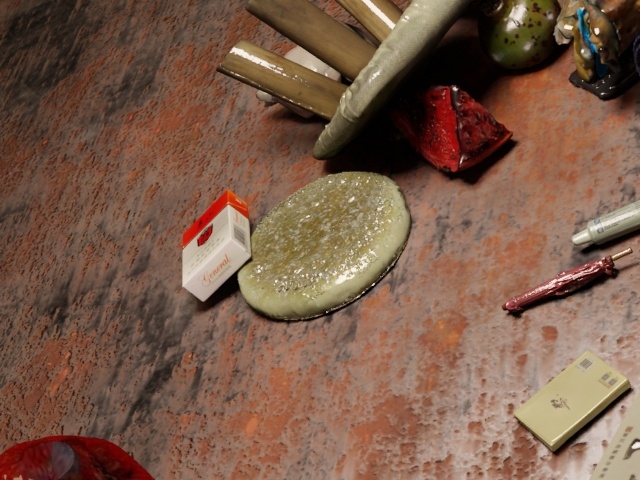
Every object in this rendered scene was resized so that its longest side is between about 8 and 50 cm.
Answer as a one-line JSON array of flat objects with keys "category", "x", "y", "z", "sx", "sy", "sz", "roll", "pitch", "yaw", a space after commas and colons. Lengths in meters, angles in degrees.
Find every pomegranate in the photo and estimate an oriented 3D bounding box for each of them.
[{"category": "pomegranate", "x": 0.275, "y": -0.299, "z": 2.128, "sx": 0.130, "sy": 0.130, "sz": 0.130, "roll": -23, "pitch": 36, "yaw": 17}]

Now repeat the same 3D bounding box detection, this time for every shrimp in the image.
[{"category": "shrimp", "x": 0.418, "y": -0.339, "z": 2.063, "sx": 0.221, "sy": 0.110, "sz": 0.445, "roll": -9, "pitch": 30, "yaw": 32}]

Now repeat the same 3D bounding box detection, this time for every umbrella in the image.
[{"category": "umbrella", "x": 0.285, "y": 0.047, "z": 1.781, "sx": 0.165, "sy": 0.025, "sz": 0.027, "roll": -25, "pitch": 54, "yaw": 18}]

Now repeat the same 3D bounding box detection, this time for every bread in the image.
[{"category": "bread", "x": 0.000, "y": 0.000, "z": 2.067, "sx": 0.267, "sy": 0.040, "sz": 0.267, "roll": -22, "pitch": 36, "yaw": 17}]

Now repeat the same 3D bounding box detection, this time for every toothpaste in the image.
[{"category": "toothpaste", "x": 0.385, "y": -0.036, "z": 1.797, "sx": 0.197, "sy": 0.029, "sz": 0.048, "roll": -23, "pitch": 38, "yaw": 11}]

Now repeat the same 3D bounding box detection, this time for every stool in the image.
[{"category": "stool", "x": 0.047, "y": -0.302, "z": 2.126, "sx": 0.310, "sy": 0.226, "sz": 0.310, "roll": -49, "pitch": 1, "yaw": -21}]

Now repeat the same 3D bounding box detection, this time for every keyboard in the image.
[{"category": "keyboard", "x": 0.450, "y": -0.281, "z": 2.052, "sx": 0.262, "sy": 0.016, "sz": 0.106, "roll": -39, "pitch": 34, "yaw": -7}]

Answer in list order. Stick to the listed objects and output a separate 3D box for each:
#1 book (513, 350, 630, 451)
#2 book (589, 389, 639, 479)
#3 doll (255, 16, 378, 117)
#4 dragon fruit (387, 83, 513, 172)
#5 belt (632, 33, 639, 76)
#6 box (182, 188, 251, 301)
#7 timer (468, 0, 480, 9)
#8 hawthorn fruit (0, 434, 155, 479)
[{"category": "book", "x": 0.268, "y": 0.171, "z": 1.651, "sx": 0.111, "sy": 0.014, "sz": 0.077, "roll": -39, "pitch": 32, "yaw": -7}, {"category": "book", "x": 0.401, "y": 0.256, "z": 1.411, "sx": 0.371, "sy": 0.043, "sz": 0.260, "roll": 5, "pitch": 49, "yaw": 44}, {"category": "doll", "x": -0.003, "y": -0.260, "z": 2.344, "sx": 0.149, "sy": 0.095, "sz": 0.192, "roll": 5, "pitch": 48, "yaw": 41}, {"category": "dragon fruit", "x": 0.148, "y": -0.151, "z": 2.067, "sx": 0.192, "sy": 0.122, "sz": 0.092, "roll": 25, "pitch": 80, "yaw": 50}, {"category": "belt", "x": 0.486, "y": -0.212, "z": 1.840, "sx": 0.126, "sy": 0.139, "sz": 0.230, "roll": -36, "pitch": 32, "yaw": -12}, {"category": "box", "x": -0.145, "y": 0.005, "z": 2.143, "sx": 0.100, "sy": 0.048, "sz": 0.152, "roll": -42, "pitch": 26, "yaw": 16}, {"category": "timer", "x": 0.224, "y": -0.452, "z": 2.266, "sx": 0.215, "sy": 0.229, "sz": 0.229, "roll": 15, "pitch": 57, "yaw": 39}, {"category": "hawthorn fruit", "x": -0.303, "y": 0.355, "z": 1.740, "sx": 0.266, "sy": 0.230, "sz": 0.210, "roll": -55, "pitch": 22, "yaw": 10}]
